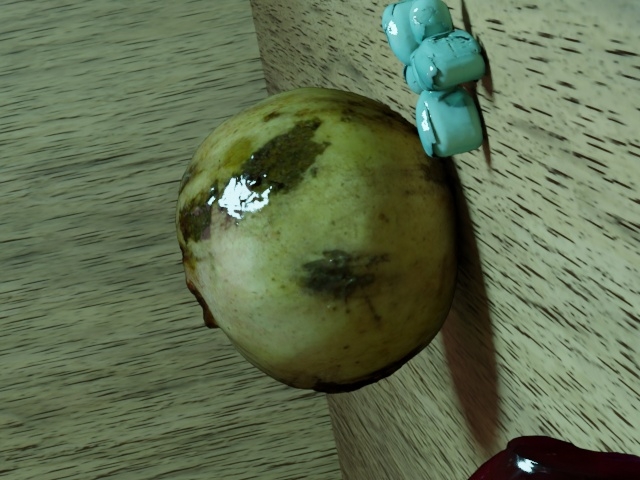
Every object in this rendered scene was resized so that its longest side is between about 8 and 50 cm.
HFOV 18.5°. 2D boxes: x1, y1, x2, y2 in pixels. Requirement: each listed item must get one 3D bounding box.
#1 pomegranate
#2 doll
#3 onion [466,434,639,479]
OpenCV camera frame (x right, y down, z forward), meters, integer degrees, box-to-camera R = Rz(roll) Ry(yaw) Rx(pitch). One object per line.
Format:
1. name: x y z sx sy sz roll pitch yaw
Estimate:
1. pomegranate: 0.000 0.000 1.950 0.322 0.322 0.322 168 90 -84
2. doll: 0.098 -0.154 1.715 0.159 0.059 0.158 85 169 -58
3. onion: 0.170 0.227 1.132 0.207 0.216 0.206 -159 73 -71
